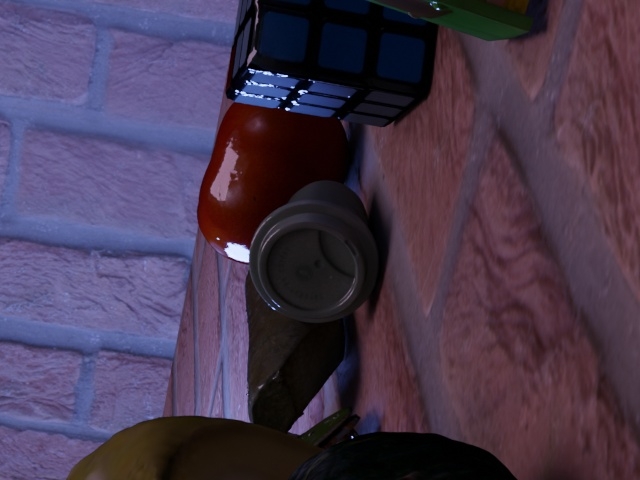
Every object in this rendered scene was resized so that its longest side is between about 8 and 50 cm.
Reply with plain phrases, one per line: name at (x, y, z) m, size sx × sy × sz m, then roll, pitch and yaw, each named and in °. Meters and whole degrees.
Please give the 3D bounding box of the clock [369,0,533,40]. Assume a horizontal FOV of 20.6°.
clock at (0.062, -0.288, 1.178) m, size 0.106 × 0.220 × 0.255 m, roll -159°, pitch 85°, yaw -80°

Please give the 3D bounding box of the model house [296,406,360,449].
model house at (-0.032, 0.283, 1.578) m, size 0.207 × 0.154 × 0.294 m, roll -38°, pitch -1°, yaw -25°

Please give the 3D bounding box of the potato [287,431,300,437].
potato at (-0.038, 0.253, 1.780) m, size 0.086 × 0.061 × 0.122 m, roll 149°, pitch 127°, yaw -79°

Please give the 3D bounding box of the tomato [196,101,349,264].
tomato at (-0.047, -0.066, 1.848) m, size 0.195 × 0.136 × 0.195 m, roll 20°, pitch -90°, yaw -83°

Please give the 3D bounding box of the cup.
cup at (0.000, 0.000, 1.642) m, size 0.141 × 0.120 × 0.120 m, roll -73°, pitch -4°, yaw -64°

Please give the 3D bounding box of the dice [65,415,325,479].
dice at (-0.070, 0.270, 1.195) m, size 0.227 × 0.238 × 0.233 m, roll -34°, pitch 36°, yaw 51°

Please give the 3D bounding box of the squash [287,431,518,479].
squash at (0.036, 0.229, 0.955) m, size 0.252 × 0.165 × 0.252 m, roll -171°, pitch 90°, yaw -84°

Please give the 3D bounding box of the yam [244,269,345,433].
yam at (-0.026, 0.099, 1.714) m, size 0.259 × 0.106 × 0.106 m, roll -99°, pitch 19°, yaw -63°

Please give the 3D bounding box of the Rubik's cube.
Rubik's cube at (0.011, -0.201, 1.568) m, size 0.163 × 0.160 × 0.162 m, roll 149°, pitch 129°, yaw -79°
